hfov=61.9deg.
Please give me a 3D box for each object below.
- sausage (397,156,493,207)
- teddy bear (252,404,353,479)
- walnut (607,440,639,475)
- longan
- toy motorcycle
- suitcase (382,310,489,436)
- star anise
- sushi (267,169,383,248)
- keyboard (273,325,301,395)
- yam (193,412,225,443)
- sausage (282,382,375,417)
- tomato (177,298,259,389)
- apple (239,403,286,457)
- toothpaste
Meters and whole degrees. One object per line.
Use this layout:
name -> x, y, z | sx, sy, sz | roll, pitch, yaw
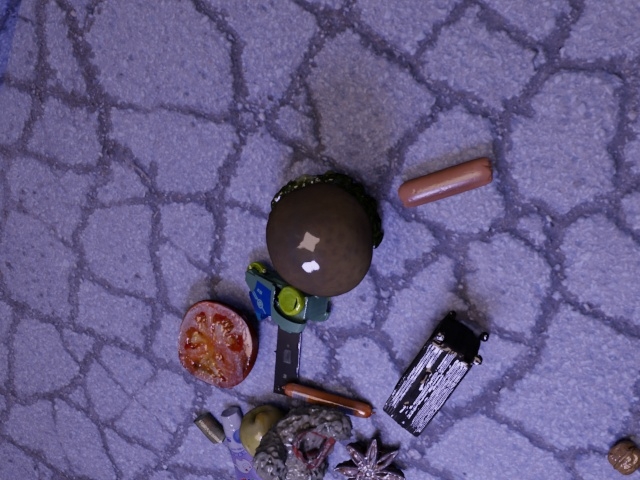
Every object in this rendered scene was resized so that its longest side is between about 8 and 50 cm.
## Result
sausage -> 0.369, -0.170, 1.591 | 0.288, 0.086, 0.086 | -16, 94, 23
teddy bear -> -0.046, 0.752, 1.859 | 0.224, 0.357, 0.368 | 41, 152, 55
walnut -> 0.875, 0.625, 1.536 | 0.079, 0.082, 0.096 | 48, 118, 39
longan -> 0.000, 0.000, 1.484 | 0.318, 0.319, 0.319 | 5, 102, 22
toy motorcycle -> -0.135, 0.201, 1.839 | 0.326, 0.191, 0.200 | 17, 107, 33
suitcase -> 0.351, 0.407, 1.631 | 0.152, 0.229, 0.335 | 35, 111, 14
star anise -> 0.172, 0.790, 1.855 | 0.235, 0.109, 0.223 | -15, 92, 11
sushi -> 0.006, -0.073, 1.714 | 0.351, 0.178, 0.294 | -9, 97, 24
keyboard -> -0.120, 0.418, 1.949 | 0.106, 0.027, 0.317 | 10, 104, 18
yam -> -0.437, 0.750, 2.130 | 0.146, 0.069, 0.070 | 42, 113, 10
sausage -> 0.026, 0.565, 1.888 | 0.347, 0.053, 0.053 | 11, 105, 16
tomato -> -0.357, 0.368, 1.978 | 0.338, 0.143, 0.339 | 3, 97, 23
apple -> -0.207, 0.702, 1.959 | 0.199, 0.200, 0.200 | 5, 102, 22
toothpaste -> -0.303, 0.834, 2.094 | 0.125, 0.080, 0.372 | -9, 104, 21
